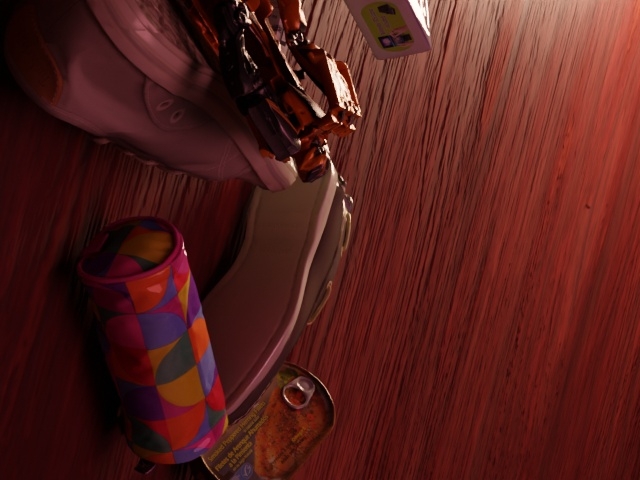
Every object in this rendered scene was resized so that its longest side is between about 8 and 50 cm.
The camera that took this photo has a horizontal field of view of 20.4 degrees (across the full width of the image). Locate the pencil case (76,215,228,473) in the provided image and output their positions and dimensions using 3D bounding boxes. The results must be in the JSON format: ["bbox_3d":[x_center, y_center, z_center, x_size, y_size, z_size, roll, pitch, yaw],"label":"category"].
[{"bbox_3d":[-0.149,0.093,1.558,0.104,0.104,0.236,-51,144,-43],"label":"pencil case"}]

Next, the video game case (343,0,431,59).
[{"bbox_3d":[0.037,-0.345,1.659,0.244,0.061,0.269,55,29,-59],"label":"video game case"}]

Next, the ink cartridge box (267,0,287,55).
[{"bbox_3d":[-0.053,-0.203,1.668,0.028,0.048,0.083,20,83,-64],"label":"ink cartridge box"}]

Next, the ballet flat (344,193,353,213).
[{"bbox_3d":[0.000,0.000,1.894,0.041,0.041,0.114,33,72,-63],"label":"ballet flat"}]

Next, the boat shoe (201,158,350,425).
[{"bbox_3d":[-0.046,0.056,1.737,0.091,0.109,0.305,58,47,-50],"label":"boat shoe"}]

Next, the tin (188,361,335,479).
[{"bbox_3d":[-0.060,0.194,1.783,0.190,0.106,0.040,-44,175,-47],"label":"tin"}]

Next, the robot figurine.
[{"bbox_3d":[-0.055,-0.184,1.400,0.291,0.085,0.211,63,9,4],"label":"robot figurine"}]

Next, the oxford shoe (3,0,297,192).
[{"bbox_3d":[-0.133,-0.126,1.475,0.169,0.130,0.449,62,10,17],"label":"oxford shoe"}]
